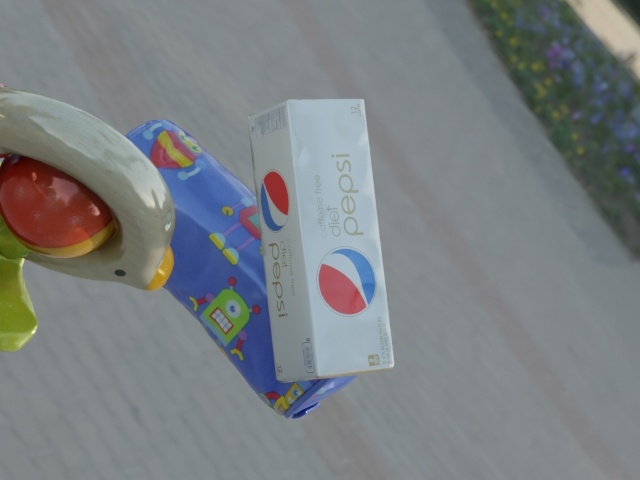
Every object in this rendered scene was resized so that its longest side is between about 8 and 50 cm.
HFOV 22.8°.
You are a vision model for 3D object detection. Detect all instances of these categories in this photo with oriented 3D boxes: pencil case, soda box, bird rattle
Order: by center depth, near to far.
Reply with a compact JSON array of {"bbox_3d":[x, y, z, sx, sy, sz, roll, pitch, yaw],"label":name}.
[{"bbox_3d":[-0.188,-0.048,0.993,0.254,0.206,0.143,88,19,-47],"label":"bird rattle"},{"bbox_3d":[0.000,0.000,1.246,0.073,0.069,0.216,-4,85,-30],"label":"soda box"},{"bbox_3d":[-0.085,0.028,1.442,0.306,0.133,0.119,44,26,12],"label":"pencil case"}]
